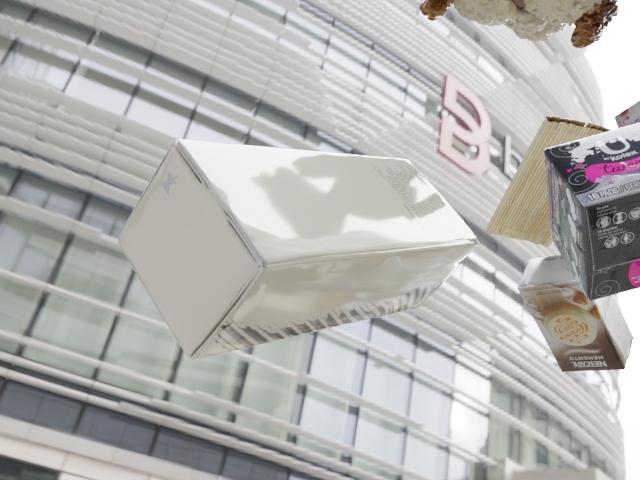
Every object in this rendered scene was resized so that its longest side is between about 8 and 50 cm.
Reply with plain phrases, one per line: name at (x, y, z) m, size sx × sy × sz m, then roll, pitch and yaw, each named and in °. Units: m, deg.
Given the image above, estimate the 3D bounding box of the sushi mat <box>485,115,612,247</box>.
sushi mat at (0.444, -0.105, 1.356) m, size 0.152 × 0.019 × 0.316 m, roll 11°, pitch -41°, yaw -3°

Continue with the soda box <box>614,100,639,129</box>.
soda box at (0.872, -0.299, 1.742) m, size 0.263 × 0.083 × 0.092 m, roll -7°, pitch -16°, yaw -21°

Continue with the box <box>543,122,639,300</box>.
box at (0.429, -0.056, 0.884) m, size 0.247 × 0.142 × 0.163 m, roll -16°, pitch -53°, yaw 4°

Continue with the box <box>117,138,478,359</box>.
box at (0.000, 0.000, 0.529) m, size 0.275 × 0.113 × 0.094 m, roll -3°, pitch -41°, yaw -50°

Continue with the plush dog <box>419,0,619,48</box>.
plush dog at (0.266, -0.349, 0.886) m, size 0.225 × 0.211 × 0.262 m, roll 18°, pitch -40°, yaw 53°

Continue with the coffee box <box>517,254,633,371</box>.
coffee box at (0.531, 0.151, 1.445) m, size 0.141 × 0.098 × 0.246 m, roll -12°, pitch -59°, yaw 42°
